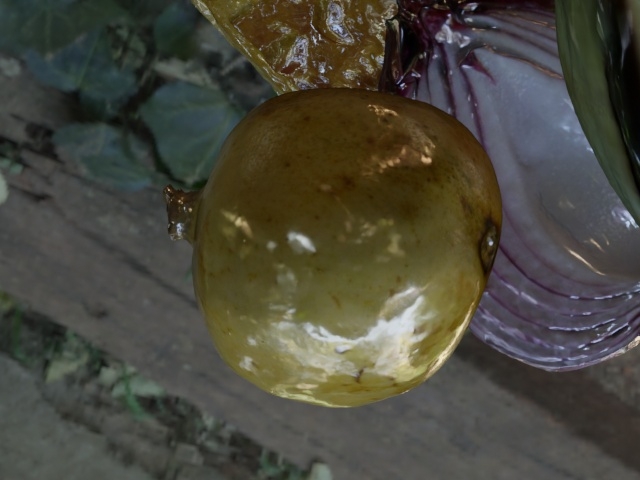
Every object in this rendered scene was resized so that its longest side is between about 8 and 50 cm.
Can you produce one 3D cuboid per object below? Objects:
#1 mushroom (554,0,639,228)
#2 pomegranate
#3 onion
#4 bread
[{"bbox_3d":[0.193,-0.101,0.589,0.190,0.164,0.267,-31,107,3],"label":"mushroom"},{"bbox_3d":[0.000,0.000,0.737,0.196,0.196,0.196,6,140,6],"label":"pomegranate"},{"bbox_3d":[0.149,-0.064,0.861,0.227,0.120,0.283,-38,87,8],"label":"onion"},{"bbox_3d":[0.073,-0.207,1.053,0.324,0.167,0.277,42,142,-23],"label":"bread"}]
